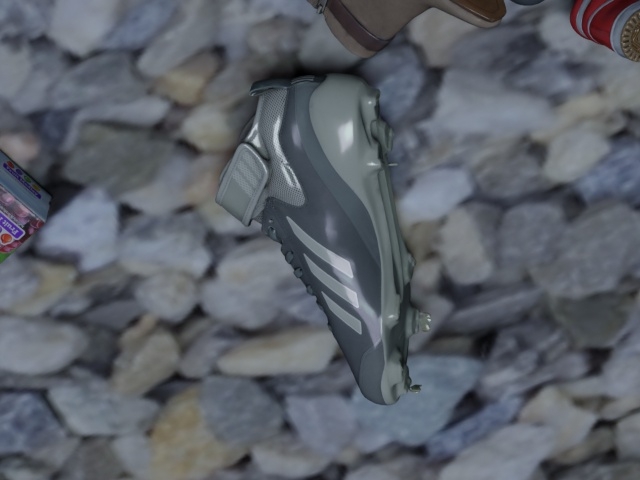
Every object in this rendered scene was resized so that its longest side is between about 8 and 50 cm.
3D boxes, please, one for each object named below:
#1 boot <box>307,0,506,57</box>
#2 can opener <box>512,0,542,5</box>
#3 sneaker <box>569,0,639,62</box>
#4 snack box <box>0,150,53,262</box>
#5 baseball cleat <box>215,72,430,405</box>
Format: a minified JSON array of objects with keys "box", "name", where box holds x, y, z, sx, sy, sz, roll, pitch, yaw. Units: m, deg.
[{"box":[0.040,-0.129,0.922,0.118,0.042,0.087,51,138,20],"name":"boot"},{"box":[0.169,-0.242,0.859,0.076,0.095,0.283,23,116,-12],"name":"can opener"},{"box":[0.192,-0.131,0.951,0.118,0.067,0.042,-18,117,-24],"name":"sneaker"},{"box":[-0.239,-0.033,1.000,0.100,0.037,0.141,-40,110,20],"name":"snack box"},{"box":[0.000,0.000,1.008,0.109,0.072,0.206,0,113,16],"name":"baseball cleat"}]
